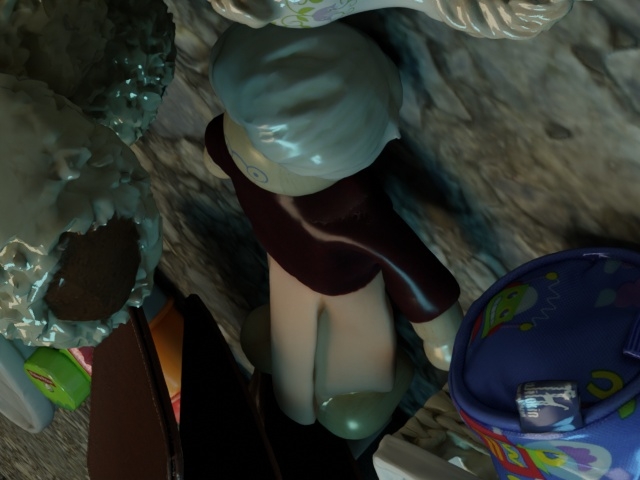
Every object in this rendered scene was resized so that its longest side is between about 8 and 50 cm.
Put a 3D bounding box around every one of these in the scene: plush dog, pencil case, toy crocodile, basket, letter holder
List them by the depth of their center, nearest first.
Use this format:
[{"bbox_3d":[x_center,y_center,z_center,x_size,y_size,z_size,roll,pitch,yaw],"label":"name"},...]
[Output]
[{"bbox_3d":[-0.141,-0.089,0.646,0.210,0.262,0.225,14,172,6],"label":"plush dog"},{"bbox_3d":[0.175,0.142,0.660,0.133,0.119,0.306,-1,130,48],"label":"pencil case"},{"bbox_3d":[0.121,0.161,0.811,0.113,0.103,0.167,24,150,43],"label":"basket"},{"bbox_3d":[-0.063,0.141,0.933,0.302,0.152,0.214,-124,35,-61],"label":"letter holder"},{"bbox_3d":[-0.259,0.046,1.286,0.340,0.115,0.105,47,153,-9],"label":"toy crocodile"}]

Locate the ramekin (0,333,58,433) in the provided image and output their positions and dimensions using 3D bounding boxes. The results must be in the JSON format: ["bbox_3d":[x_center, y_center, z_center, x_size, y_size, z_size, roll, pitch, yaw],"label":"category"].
[{"bbox_3d":[-0.344,0.065,1.452,0.273,0.127,0.273,37,156,20],"label":"ramekin"}]

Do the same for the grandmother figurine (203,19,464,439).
[{"bbox_3d":[0.000,0.000,0.759,0.208,0.104,0.342,29,156,21],"label":"grandmother figurine"}]

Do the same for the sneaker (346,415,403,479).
[{"bbox_3d":[0.049,0.211,1.062,0.121,0.079,0.217,42,158,8],"label":"sneaker"}]

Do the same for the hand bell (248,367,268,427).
[{"bbox_3d":[-0.036,0.190,1.181,0.126,0.126,0.242,31,142,33],"label":"hand bell"}]

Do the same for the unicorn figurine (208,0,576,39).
[{"bbox_3d":[0.026,-0.114,0.520,0.060,0.162,0.111,86,163,-65],"label":"unicorn figurine"}]

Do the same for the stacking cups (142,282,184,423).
[{"bbox_3d":[-0.181,0.056,1.183,0.316,0.096,0.096,50,158,-9],"label":"stacking cups"}]
